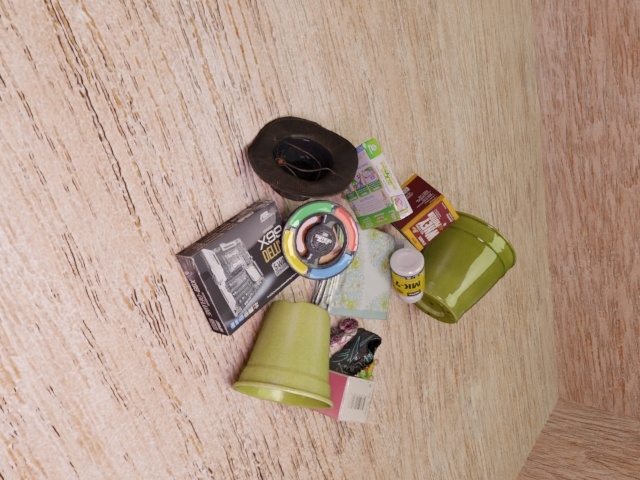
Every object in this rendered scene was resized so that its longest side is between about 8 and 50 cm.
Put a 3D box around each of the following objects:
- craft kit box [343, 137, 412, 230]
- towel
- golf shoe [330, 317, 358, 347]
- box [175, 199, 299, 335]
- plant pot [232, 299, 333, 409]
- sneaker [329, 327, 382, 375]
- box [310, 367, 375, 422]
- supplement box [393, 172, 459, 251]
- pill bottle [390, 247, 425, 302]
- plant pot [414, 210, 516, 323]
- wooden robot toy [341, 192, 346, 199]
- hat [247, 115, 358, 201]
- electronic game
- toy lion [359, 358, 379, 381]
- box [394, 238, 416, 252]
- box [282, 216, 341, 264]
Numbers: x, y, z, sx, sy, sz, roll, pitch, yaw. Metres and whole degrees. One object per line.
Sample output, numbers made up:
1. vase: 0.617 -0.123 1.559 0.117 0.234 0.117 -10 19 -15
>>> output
1. craft kit box: 0.148 -0.163 1.517 0.061 0.250 0.246 -27 94 -22
2. towel: 0.132 0.105 1.691 0.374 0.090 0.320 17 81 -48
3. golf shoe: 0.052 0.328 1.633 0.186 0.067 0.086 -18 132 -35
4. box: -0.204 0.065 1.320 0.307 0.077 0.242 -39 120 -39
5. plant pot: -0.079 0.311 1.368 0.276 0.276 0.253 37 55 -43
6. sneaker: 0.112 0.409 1.680 0.267 0.106 0.101 -51 129 -31
7. box: 0.023 0.454 1.487 0.149 0.232 0.126 28 73 -46
8. supplement box: 0.354 -0.104 1.787 0.191 0.194 0.129 -41 131 5
9. pill bottle: 0.319 0.131 1.775 0.119 0.119 0.208 -57 149 -28
10. plant pot: 0.536 0.133 1.983 0.353 0.366 0.366 -52 129 -18
11. wooden robot toy: 0.144 -0.135 1.703 0.173 0.076 0.079 -8 110 -47
12. hat: -0.054 -0.201 1.400 0.331 0.331 0.134 -41 161 -38
13. electronic game: 0.000 0.000 1.381 0.229 0.048 0.229 -2 98 -16
14. toy lion: 0.168 0.460 1.804 0.096 0.034 0.100 30 71 -38
15. box: 0.307 0.046 1.880 0.101 0.087 0.102 6 89 -48
16. box: -0.021 -0.003 1.452 0.130 0.091 0.170 -22 103 -7
